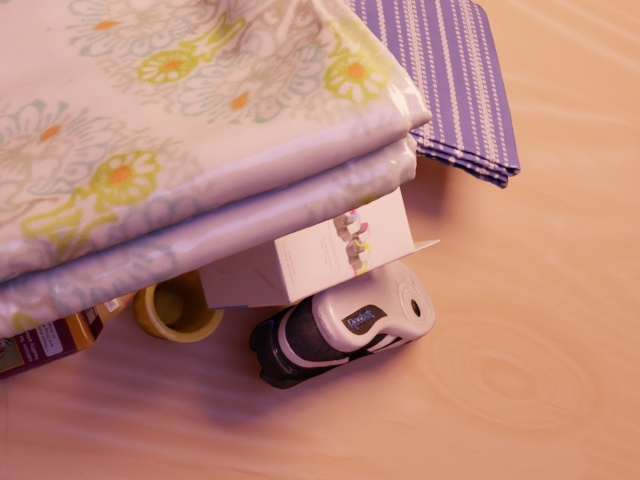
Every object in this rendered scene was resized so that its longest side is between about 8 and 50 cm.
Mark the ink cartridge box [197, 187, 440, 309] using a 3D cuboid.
[{"bbox_3d":[0.000,0.000,0.882,0.181,0.104,0.062,-20,99,-42],"label":"ink cartridge box"}]

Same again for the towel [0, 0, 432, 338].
[{"bbox_3d":[-0.149,-0.096,0.742,0.374,0.320,0.090,-21,132,-9],"label":"towel"}]

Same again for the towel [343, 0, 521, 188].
[{"bbox_3d":[0.028,-0.185,1.006,0.335,0.040,0.243,16,50,-25],"label":"towel"}]

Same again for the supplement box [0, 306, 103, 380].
[{"bbox_3d":[-0.263,0.055,0.773,0.188,0.081,0.104,-20,96,-4],"label":"supplement box"}]

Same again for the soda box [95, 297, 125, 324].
[{"bbox_3d":[-0.235,0.000,0.853,0.058,0.061,0.181,-38,99,-28],"label":"soda box"}]

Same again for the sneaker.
[{"bbox_3d":[0.011,0.075,0.963,0.217,0.121,0.079,-2,66,-62],"label":"sneaker"}]

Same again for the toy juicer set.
[{"bbox_3d":[-0.094,-0.090,0.929,0.209,0.089,0.329,-15,87,-29],"label":"toy juicer set"}]
